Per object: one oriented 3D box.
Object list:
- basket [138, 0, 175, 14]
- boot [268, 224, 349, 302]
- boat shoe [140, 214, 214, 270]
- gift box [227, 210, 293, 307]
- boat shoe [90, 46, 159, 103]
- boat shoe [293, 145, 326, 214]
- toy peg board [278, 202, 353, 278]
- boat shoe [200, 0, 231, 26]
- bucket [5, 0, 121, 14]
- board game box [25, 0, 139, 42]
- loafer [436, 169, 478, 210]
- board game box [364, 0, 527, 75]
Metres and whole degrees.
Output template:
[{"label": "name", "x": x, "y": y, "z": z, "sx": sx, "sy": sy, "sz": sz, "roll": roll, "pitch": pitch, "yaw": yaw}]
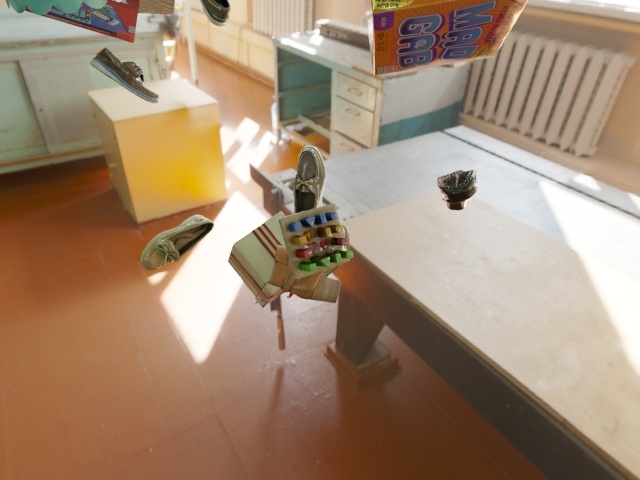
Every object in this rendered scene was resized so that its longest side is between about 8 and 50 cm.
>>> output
[{"label": "basket", "x": -0.531, "y": -0.772, "z": 1.378, "sx": 0.167, "sy": 0.113, "sz": 0.103, "roll": -10, "pitch": 78, "yaw": -23}, {"label": "boot", "x": -0.032, "y": 0.051, "z": 1.419, "sx": 0.220, "sy": 0.109, "sz": 0.283, "roll": 16, "pitch": 67, "yaw": -3}, {"label": "boat shoe", "x": -0.511, "y": 0.005, "z": 1.607, "sx": 0.089, "sy": 0.104, "sz": 0.285, "roll": 14, "pitch": 51, "yaw": 48}, {"label": "gift box", "x": -0.181, "y": 0.098, "z": 1.625, "sx": 0.276, "sy": 0.255, "sz": 0.258, "roll": -39, "pitch": 85, "yaw": -20}, {"label": "boat shoe", "x": -0.475, "y": -0.411, "z": 1.113, "sx": 0.183, "sy": 0.066, "sz": 0.066, "roll": 33, "pitch": 3, "yaw": -8}, {"label": "boat shoe", "x": -0.049, "y": -0.196, "z": 1.725, "sx": 0.117, "sy": 0.324, "sz": 0.096, "roll": 10, "pitch": 25, "yaw": 14}, {"label": "toy peg board", "x": 0.000, "y": 0.000, "z": 1.130, "sx": 0.161, "sy": 0.160, "sz": 0.079, "roll": -18, "pitch": 8, "yaw": -25}, {"label": "boat shoe", "x": -0.448, "y": -0.995, "z": 1.757, "sx": 0.109, "sy": 0.091, "sz": 0.305, "roll": -32, "pitch": 90, "yaw": -40}, {"label": "bucket", "x": -0.571, "y": -0.618, "z": 0.962, "sx": 0.281, "sy": 0.183, "sz": 0.281, "roll": -1, "pitch": 41, "yaw": 1}, {"label": "board game box", "x": -0.642, "y": -0.651, "z": 1.210, "sx": 0.281, "sy": 0.145, "sz": 0.027, "roll": 4, "pitch": 19, "yaw": -35}, {"label": "loafer", "x": 0.296, "y": -0.103, "z": 0.951, "sx": 0.080, "sy": 0.078, "sz": 0.220, "roll": -19, "pitch": 8, "yaw": 17}, {"label": "board game box", "x": 0.291, "y": -0.691, "z": 1.155, "sx": 0.357, "sy": 0.356, "sz": 0.356, "roll": -6, "pitch": -2, "yaw": 7}]
